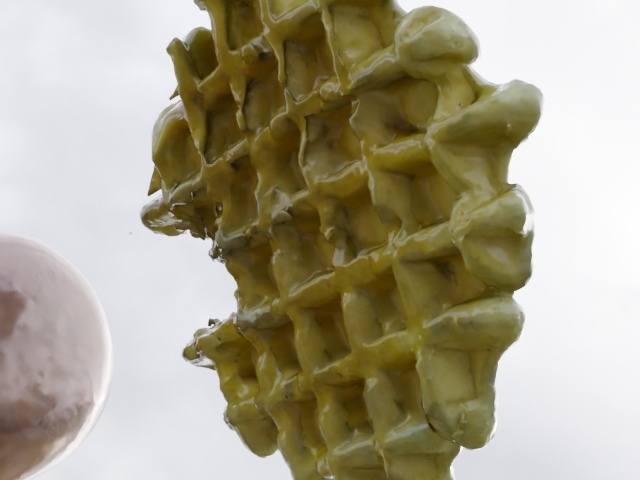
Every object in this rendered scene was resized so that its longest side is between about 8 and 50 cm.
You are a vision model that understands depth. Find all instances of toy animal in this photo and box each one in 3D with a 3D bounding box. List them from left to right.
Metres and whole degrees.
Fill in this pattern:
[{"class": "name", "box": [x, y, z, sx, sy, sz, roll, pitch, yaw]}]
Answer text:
[{"class": "toy animal", "box": [-0.225, 0.093, 0.745, 0.154, 0.250, 0.166, 0, -60, 53]}]

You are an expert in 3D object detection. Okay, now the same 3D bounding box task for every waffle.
[{"class": "waffle", "box": [0.002, 0.000, 0.631, 0.250, 0.056, 0.261, 39, -56, 37]}]
